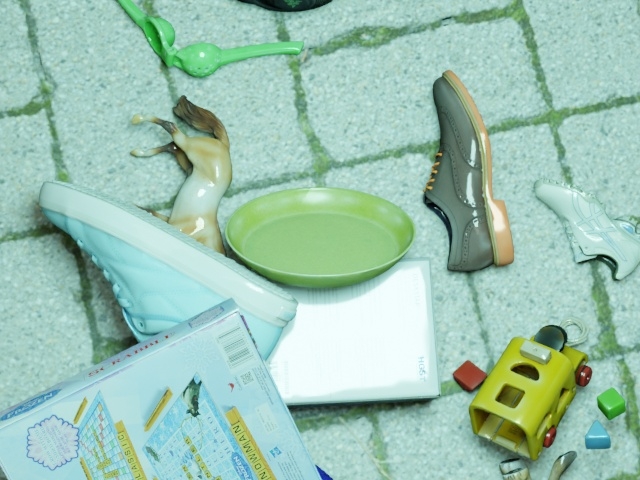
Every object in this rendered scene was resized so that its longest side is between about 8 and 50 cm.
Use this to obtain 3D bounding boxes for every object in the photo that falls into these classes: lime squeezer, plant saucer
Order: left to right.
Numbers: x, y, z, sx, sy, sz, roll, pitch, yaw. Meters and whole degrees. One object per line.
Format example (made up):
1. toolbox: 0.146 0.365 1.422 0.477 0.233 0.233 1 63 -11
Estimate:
1. lime squeezer: -0.185 -0.285 1.769 0.310 0.059 0.110 22 78 2
2. plant saucer: 0.000 0.000 1.662 0.241 0.241 0.037 -2 118 -3

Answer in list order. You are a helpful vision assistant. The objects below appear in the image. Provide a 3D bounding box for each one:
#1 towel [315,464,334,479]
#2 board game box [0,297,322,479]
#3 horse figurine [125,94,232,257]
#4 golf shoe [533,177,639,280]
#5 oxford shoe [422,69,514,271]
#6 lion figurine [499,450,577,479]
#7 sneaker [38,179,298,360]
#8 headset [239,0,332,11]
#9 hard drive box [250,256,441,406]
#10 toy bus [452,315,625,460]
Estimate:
1. towel: 0.019 0.458 1.617 0.308 0.076 0.227 45 80 6
2. board game box: -0.174 0.277 1.521 0.318 0.066 0.318 -26 104 -7
3. horse figurine: -0.181 -0.066 1.720 0.175 0.066 0.263 14 81 7
4. golf shoe: 0.349 -0.015 1.739 0.176 0.069 0.086 32 85 5
5. oxford shoe: 0.178 -0.092 1.731 0.098 0.097 0.271 -13 79 0
6. lion figurine: 0.194 0.413 1.567 0.392 0.142 0.240 -16 86 -29
7. sneaker: -0.215 0.052 1.610 0.366 0.135 0.150 29 92 18
8. headset: -0.011 -0.425 1.741 0.394 0.185 0.243 21 78 13
9. hard drive box: 0.029 0.121 1.680 0.232 0.089 0.181 -2 79 -3
10. toy bus: 0.269 0.169 1.642 0.191 0.104 0.202 -17 50 1
